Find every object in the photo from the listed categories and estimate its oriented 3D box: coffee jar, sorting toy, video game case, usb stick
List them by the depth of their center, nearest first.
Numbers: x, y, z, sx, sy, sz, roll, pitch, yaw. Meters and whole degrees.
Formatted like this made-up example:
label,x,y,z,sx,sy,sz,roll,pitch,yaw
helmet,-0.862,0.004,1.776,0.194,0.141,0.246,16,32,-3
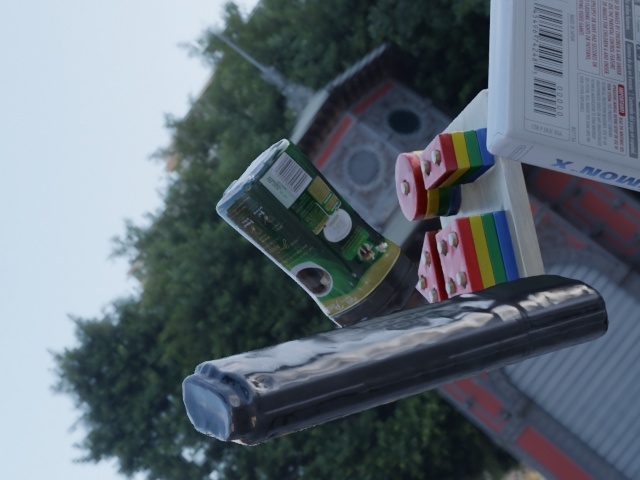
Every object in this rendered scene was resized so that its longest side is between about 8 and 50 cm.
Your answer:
label,x,y,z,sx,sy,sz,roll,pitch,yaw
usb stick,0.055,0.066,0.664,0.278,0.077,0.045,-11,-77,-32
video game case,0.279,-0.186,0.919,0.036,0.300,0.329,131,148,-61
coffee jar,0.000,0.000,1.026,0.079,0.184,0.096,-52,12,-34
sorting toy,0.169,-0.021,1.378,0.089,0.257,0.255,-9,-10,-12
